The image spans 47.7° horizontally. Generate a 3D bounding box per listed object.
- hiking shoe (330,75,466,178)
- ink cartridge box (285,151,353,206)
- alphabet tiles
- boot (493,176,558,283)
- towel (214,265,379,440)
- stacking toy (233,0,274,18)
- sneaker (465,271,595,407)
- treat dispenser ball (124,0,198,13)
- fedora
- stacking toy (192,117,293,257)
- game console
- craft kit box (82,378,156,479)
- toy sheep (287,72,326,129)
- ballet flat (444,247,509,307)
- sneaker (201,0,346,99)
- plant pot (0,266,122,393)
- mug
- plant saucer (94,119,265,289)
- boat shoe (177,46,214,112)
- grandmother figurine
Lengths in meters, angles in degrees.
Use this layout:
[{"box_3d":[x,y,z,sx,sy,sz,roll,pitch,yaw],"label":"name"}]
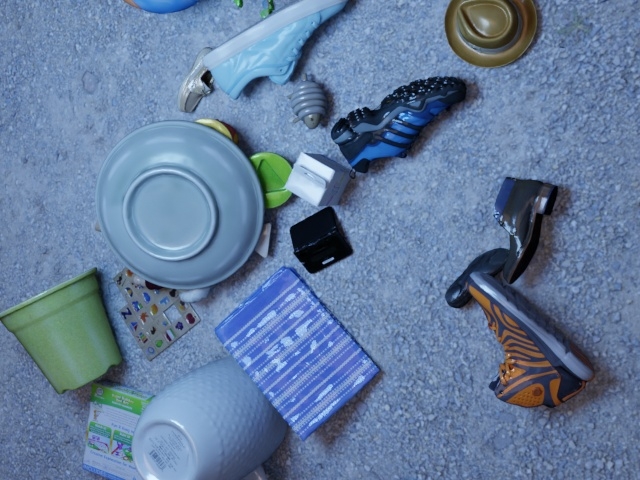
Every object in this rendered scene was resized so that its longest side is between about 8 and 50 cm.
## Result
[{"box_3d":[0.178,-0.251,1.561,0.304,0.113,0.132,-21,116,16],"label":"hiking shoe"},{"box_3d":[-0.006,-0.135,1.605,0.092,0.143,0.090,30,105,18],"label":"ink cartridge box"},{"box_3d":[-0.440,0.163,1.880,0.198,0.009,0.237,-38,79,21],"label":"alphabet tiles"},{"box_3d":[0.398,-0.026,1.494,0.106,0.082,0.219,25,94,30],"label":"boot"},{"box_3d":[-0.058,0.252,1.669,0.243,0.040,0.336,-41,78,-3],"label":"towel"},{"box_3d":[-0.174,-0.614,1.624,0.052,0.167,0.221,-9,91,23],"label":"stacking toy"},{"box_3d":[0.382,0.221,1.474,0.321,0.124,0.180,44,109,6],"label":"sneaker"},{"box_3d":[-0.365,-0.662,1.633,0.288,0.288,0.288,2,95,22],"label":"treat dispenser ball"},{"box_3d":[0.339,-0.448,1.475,0.194,0.079,0.194,2,94,23],"label":"fedora"},{"box_3d":[-0.210,-0.123,1.735,0.279,0.130,0.309,19,106,-3],"label":"stacking toy"},{"box_3d":[0.000,0.000,1.685,0.122,0.071,0.107,-28,113,22],"label":"game console"},{"box_3d":[-0.502,0.516,1.909,0.249,0.061,0.247,13,101,21],"label":"craft kit box"},{"box_3d":[-0.029,-0.314,1.635,0.091,0.091,0.132,-17,82,22],"label":"toy sheep"},{"box_3d":[0.335,0.078,1.545,0.173,0.049,0.057,-43,51,14],"label":"ballet flat"},{"box_3d":[-0.081,-0.441,1.640,0.366,0.135,0.150,-24,111,20],"label":"sneaker"},{"box_3d":[-0.645,0.241,1.852,0.276,0.276,0.254,-22,97,22],"label":"plant pot"},{"box_3d":[-0.240,0.476,1.649,0.276,0.328,0.374,-32,82,21],"label":"mug"},{"box_3d":[-0.329,-0.068,1.637,0.400,0.100,0.401,1,105,4],"label":"plant saucer"},{"box_3d":[-0.288,-0.379,1.745,0.059,0.063,0.170,34,105,22],"label":"boat shoe"},{"box_3d":[-0.410,0.037,1.802,0.342,0.104,0.208,37,122,15],"label":"grandmother figurine"}]
